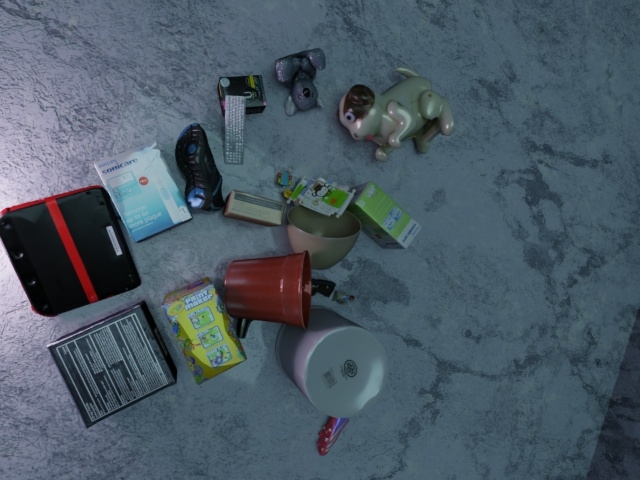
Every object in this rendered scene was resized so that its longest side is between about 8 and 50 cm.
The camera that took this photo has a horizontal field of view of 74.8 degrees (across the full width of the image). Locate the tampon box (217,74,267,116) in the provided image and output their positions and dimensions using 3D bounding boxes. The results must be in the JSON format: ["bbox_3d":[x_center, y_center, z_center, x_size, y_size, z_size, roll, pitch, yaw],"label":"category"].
[{"bbox_3d":[-0.300,-0.549,1.590,0.161,0.101,0.120,-12,93,-18],"label":"tampon box"}]

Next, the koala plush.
[{"bbox_3d":[-0.072,-0.617,1.647,0.196,0.203,0.221,-21,117,-8],"label":"koala plush"}]

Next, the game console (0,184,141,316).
[{"bbox_3d":[-0.835,0.040,1.399,0.342,0.060,0.386,-20,109,-21],"label":"game console"}]

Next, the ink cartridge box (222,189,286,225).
[{"bbox_3d":[-0.248,-0.112,1.532,0.193,0.235,0.088,12,86,-18],"label":"ink cartridge box"}]

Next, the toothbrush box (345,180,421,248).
[{"bbox_3d":[0.234,-0.095,1.703,0.283,0.206,0.122,39,78,-14],"label":"toothbrush box"}]

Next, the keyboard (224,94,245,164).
[{"bbox_3d":[-0.321,-0.408,1.567,0.072,0.014,0.256,-4,120,-21],"label":"keyboard"}]

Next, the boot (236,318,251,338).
[{"bbox_3d":[-0.211,0.277,1.604,0.178,0.085,0.236,22,67,-18],"label":"boot"}]

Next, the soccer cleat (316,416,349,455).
[{"bbox_3d":[0.066,0.760,1.708,0.095,0.083,0.248,25,79,-21],"label":"soccer cleat"}]

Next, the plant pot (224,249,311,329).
[{"bbox_3d":[-0.176,0.170,1.450,0.265,0.272,0.272,-1,89,6],"label":"plant pot"}]

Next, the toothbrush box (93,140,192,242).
[{"bbox_3d":[-0.612,-0.167,1.473,0.216,0.126,0.295,-25,96,-16],"label":"toothbrush box"}]

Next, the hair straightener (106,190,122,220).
[{"bbox_3d":[-0.737,-0.062,1.471,0.089,0.047,0.230,-7,92,-18],"label":"hair straightener"}]

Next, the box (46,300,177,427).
[{"bbox_3d":[-0.684,0.400,1.412,0.294,0.183,0.296,-24,95,-18],"label":"box"}]

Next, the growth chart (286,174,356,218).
[{"bbox_3d":[0.006,-0.176,1.637,0.237,0.021,0.172,19,64,11],"label":"growth chart"}]

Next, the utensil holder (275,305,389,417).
[{"bbox_3d":[0.033,0.428,1.539,0.327,0.385,0.327,0,89,-19],"label":"utensil holder"}]

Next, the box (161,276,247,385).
[{"bbox_3d":[-0.406,0.294,1.447,0.177,0.290,0.279,-25,98,-17],"label":"box"}]

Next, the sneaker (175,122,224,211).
[{"bbox_3d":[-0.441,-0.264,1.546,0.125,0.139,0.341,-15,77,23],"label":"sneaker"}]

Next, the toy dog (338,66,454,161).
[{"bbox_3d":[0.278,-0.524,1.688,0.408,0.284,0.395,-8,92,-16],"label":"toy dog"}]

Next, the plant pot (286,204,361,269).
[{"bbox_3d":[0.000,0.000,1.619,0.284,0.284,0.191,0,122,-18],"label":"plant pot"}]

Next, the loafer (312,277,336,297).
[{"bbox_3d":[-0.043,0.188,1.675,0.220,0.080,0.078,11,86,-18],"label":"loafer"}]

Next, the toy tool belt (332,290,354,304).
[{"bbox_3d":[0.095,0.243,1.742,0.083,0.052,0.051,20,115,-14],"label":"toy tool belt"}]

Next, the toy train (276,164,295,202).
[{"bbox_3d":[-0.109,-0.211,1.681,0.125,0.046,0.166,-33,95,-30],"label":"toy train"}]
